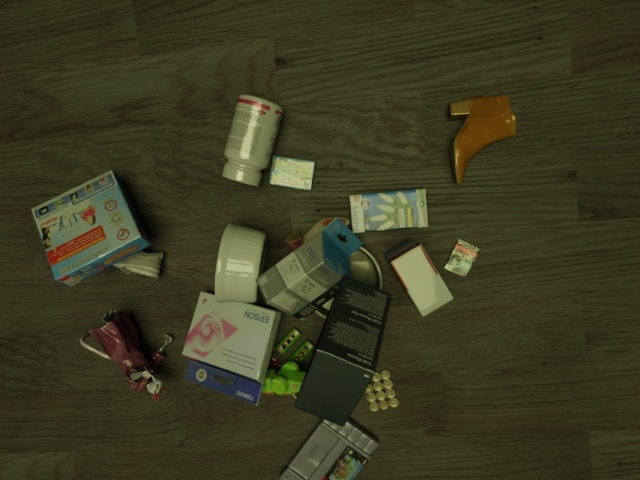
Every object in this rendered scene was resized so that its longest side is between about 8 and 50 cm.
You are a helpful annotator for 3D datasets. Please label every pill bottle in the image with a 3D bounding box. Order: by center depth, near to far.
[{"bbox_3d":[-0.240,-0.341,1.513,0.160,0.160,0.283,17,96,4],"label":"pill bottle"}]

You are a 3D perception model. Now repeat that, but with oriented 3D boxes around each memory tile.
[{"bbox_3d":[0.220,0.558,1.627,0.113,0.012,0.148,-16,94,7],"label":"memory tile"}]

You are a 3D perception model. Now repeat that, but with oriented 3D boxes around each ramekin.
[{"bbox_3d":[-0.266,0.084,1.506,0.135,0.277,0.278,9,96,-3],"label":"ramekin"}]

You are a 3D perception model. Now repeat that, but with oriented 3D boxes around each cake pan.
[{"bbox_3d":[0.076,0.146,1.581,0.292,0.054,0.294,1,95,6],"label":"cake pan"}]

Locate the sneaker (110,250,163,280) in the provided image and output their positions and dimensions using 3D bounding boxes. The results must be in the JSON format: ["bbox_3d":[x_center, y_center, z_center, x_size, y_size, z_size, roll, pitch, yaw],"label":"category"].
[{"bbox_3d":[-0.719,0.064,1.648,0.281,0.105,0.115,16,67,6],"label":"sneaker"}]

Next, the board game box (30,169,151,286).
[{"bbox_3d":[-0.797,-0.047,1.522,0.308,0.086,0.302,-28,70,-8],"label":"board game box"}]

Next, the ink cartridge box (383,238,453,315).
[{"bbox_3d":[0.312,0.112,1.447,0.114,0.273,0.197,-31,92,4],"label":"ink cartridge box"}]

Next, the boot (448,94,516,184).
[{"bbox_3d":[0.543,-0.338,1.465,0.211,0.104,0.296,-2,91,6],"label":"boot"}]

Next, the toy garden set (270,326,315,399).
[{"bbox_3d":[-0.079,0.480,1.631,0.244,0.049,0.204,43,98,0],"label":"toy garden set"}]

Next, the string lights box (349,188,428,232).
[{"bbox_3d":[0.234,-0.102,1.525,0.259,0.077,0.134,-5,93,3],"label":"string lights box"}]

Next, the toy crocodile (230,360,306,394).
[{"bbox_3d":[-0.180,0.509,1.581,0.340,0.115,0.105,-4,109,21],"label":"toy crocodile"}]

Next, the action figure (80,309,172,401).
[{"bbox_3d":[-0.699,0.440,1.590,0.275,0.248,0.370,-32,89,9],"label":"action figure"}]

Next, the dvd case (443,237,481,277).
[{"bbox_3d":[0.502,0.063,1.552,0.087,0.013,0.120,25,96,3],"label":"dvd case"}]

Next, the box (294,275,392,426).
[{"bbox_3d":[0.073,0.354,1.406,0.178,0.313,0.343,20,131,3],"label":"box"}]

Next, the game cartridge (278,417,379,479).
[{"bbox_3d":[0.033,0.829,1.650,0.230,0.068,0.355,35,98,6],"label":"game cartridge"}]

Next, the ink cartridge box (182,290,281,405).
[{"bbox_3d":[-0.328,0.374,1.552,0.323,0.071,0.331,10,79,22],"label":"ink cartridge box"}]

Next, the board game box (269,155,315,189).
[{"bbox_3d":[-0.101,-0.243,1.576,0.153,0.026,0.104,9,96,5],"label":"board game box"}]

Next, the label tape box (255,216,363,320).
[{"bbox_3d":[-0.007,0.104,1.433,0.333,0.240,0.106,-37,57,8],"label":"label tape box"}]

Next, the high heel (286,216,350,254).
[{"bbox_3d":[0.000,0.000,1.582,0.243,0.082,0.117,-24,135,-9],"label":"high heel"}]
